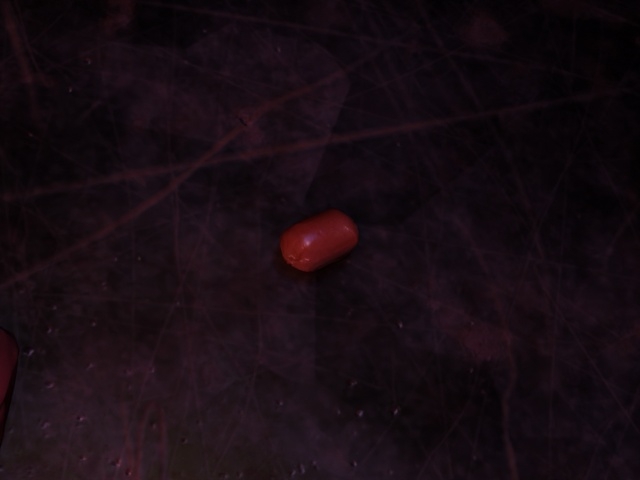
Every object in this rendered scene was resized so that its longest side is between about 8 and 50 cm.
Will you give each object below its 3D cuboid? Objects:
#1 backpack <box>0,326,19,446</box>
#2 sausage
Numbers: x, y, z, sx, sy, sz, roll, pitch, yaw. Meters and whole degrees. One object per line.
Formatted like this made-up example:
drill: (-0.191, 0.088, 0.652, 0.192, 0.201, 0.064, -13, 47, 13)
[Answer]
backpack: (-0.398, 0.186, 1.663, 0.197, 0.283, 0.317, 40, 38, -22)
sausage: (0.000, 0.000, 2.019, 0.094, 0.059, 0.054, -24, 81, -32)
